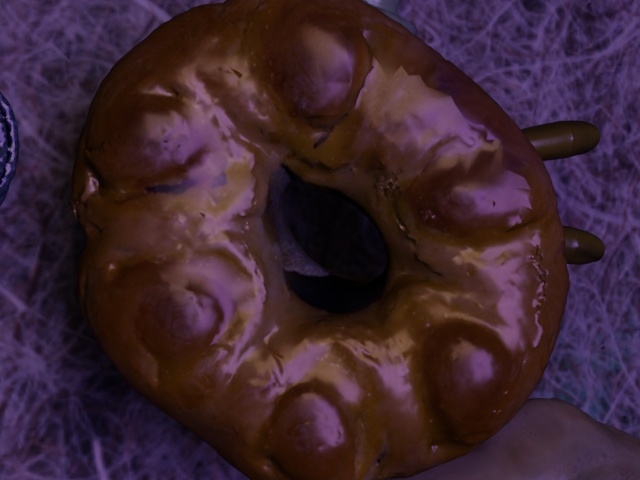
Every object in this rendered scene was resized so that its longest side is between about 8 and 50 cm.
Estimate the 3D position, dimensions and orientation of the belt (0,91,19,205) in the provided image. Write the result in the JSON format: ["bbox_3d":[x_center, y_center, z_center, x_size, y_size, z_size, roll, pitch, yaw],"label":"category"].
[{"bbox_3d":[-0.282,-0.043,0.963,0.218,0.128,0.122,-7,90,-28],"label":"belt"}]

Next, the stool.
[{"bbox_3d":[0.130,-0.031,1.200,0.110,0.134,0.135,0,131,-33],"label":"stool"}]

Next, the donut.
[{"bbox_3d":[0.000,0.000,1.052,0.299,0.150,0.317,-8,89,2],"label":"donut"}]

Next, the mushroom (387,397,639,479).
[{"bbox_3d":[0.177,0.246,1.079,0.314,0.336,0.314,4,78,-21],"label":"mushroom"}]

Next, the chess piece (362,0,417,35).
[{"bbox_3d":[0.033,-0.169,1.165,0.139,0.139,0.272,14,91,-27],"label":"chess piece"}]
